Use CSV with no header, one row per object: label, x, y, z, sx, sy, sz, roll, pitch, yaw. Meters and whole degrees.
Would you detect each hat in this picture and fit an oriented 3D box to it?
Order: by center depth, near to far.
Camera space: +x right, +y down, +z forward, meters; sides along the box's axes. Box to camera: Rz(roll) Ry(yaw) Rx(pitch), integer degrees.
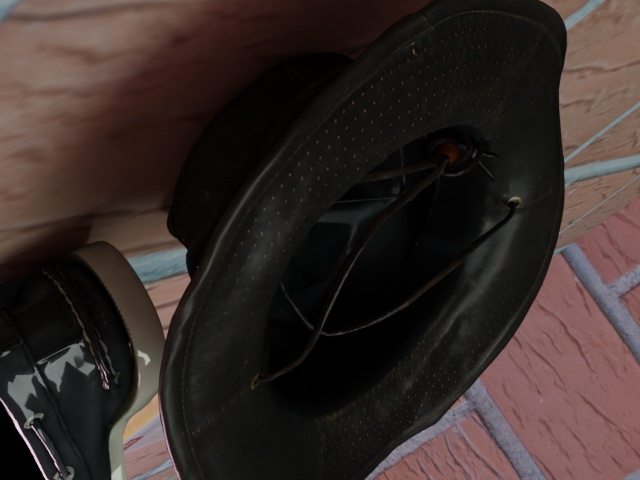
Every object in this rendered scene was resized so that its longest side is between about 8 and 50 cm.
hat,0.000,0.000,0.629,0.331,0.134,0.331,-35,143,-32

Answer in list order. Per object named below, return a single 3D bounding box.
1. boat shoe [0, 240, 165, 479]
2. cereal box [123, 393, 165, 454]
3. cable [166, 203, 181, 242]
boat shoe,-0.186,0.126,0.726,0.113,0.127,0.340,-25,164,-31
cereal box,-0.125,0.148,1.179,0.173,0.047,0.240,-39,167,21
cable,-0.010,-0.005,0.794,0.139,0.072,0.287,-37,168,1
